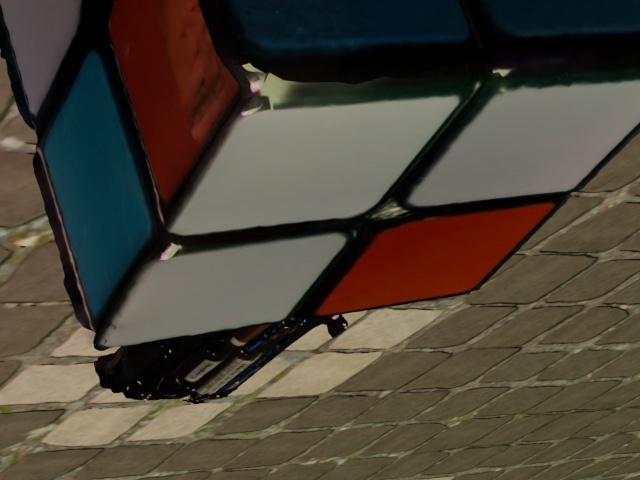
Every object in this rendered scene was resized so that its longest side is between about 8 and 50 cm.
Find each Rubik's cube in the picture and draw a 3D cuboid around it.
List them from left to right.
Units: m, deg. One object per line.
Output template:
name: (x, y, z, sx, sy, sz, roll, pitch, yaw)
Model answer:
Rubik's cube: (-0.007, -0.084, 0.526, 0.167, 0.183, 0.180, -6, 153, -27)

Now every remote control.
remote control: (0.000, 0.000, 0.884, 0.144, 0.062, 0.399, 0, 152, -37)
